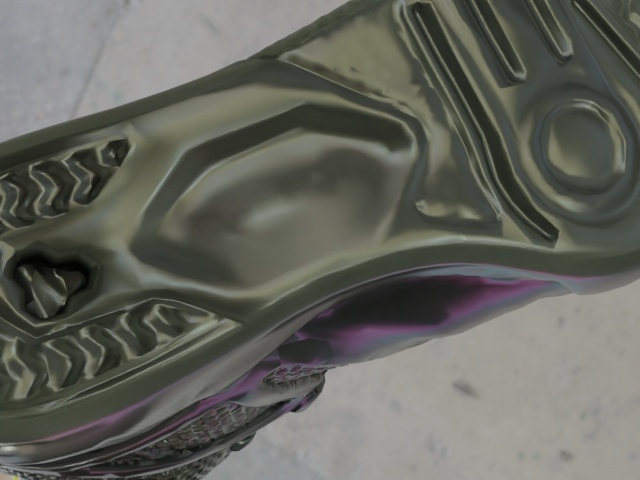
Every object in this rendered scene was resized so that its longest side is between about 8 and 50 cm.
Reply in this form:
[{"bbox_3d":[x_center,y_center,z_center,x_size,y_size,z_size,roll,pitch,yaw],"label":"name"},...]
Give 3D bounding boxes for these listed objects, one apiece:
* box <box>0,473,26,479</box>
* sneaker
[{"bbox_3d":[-0.195,0.131,1.094,0.128,0.123,0.257,25,174,-5],"label":"box"},{"bbox_3d":[0.000,0.000,0.421,0.087,0.227,0.130,66,162,8],"label":"sneaker"}]
